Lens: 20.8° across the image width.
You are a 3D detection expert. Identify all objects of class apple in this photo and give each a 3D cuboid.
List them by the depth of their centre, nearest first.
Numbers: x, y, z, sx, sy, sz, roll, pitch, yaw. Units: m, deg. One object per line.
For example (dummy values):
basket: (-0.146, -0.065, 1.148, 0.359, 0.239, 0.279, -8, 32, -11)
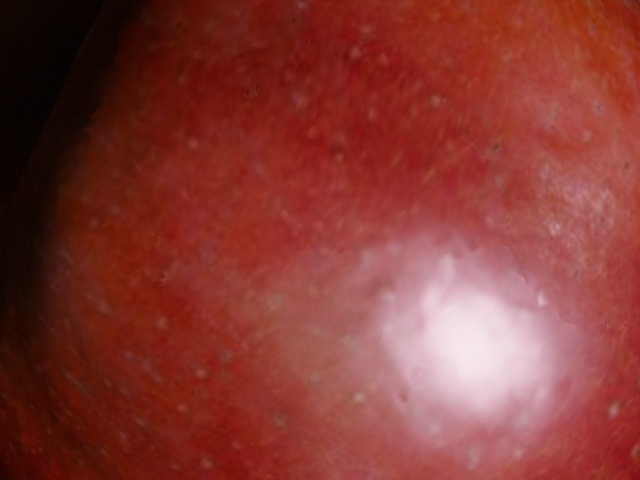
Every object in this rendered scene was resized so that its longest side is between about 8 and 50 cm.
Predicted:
apple: (0.000, 0.000, 0.482, 0.201, 0.218, 0.218, 28, 106, -30)
